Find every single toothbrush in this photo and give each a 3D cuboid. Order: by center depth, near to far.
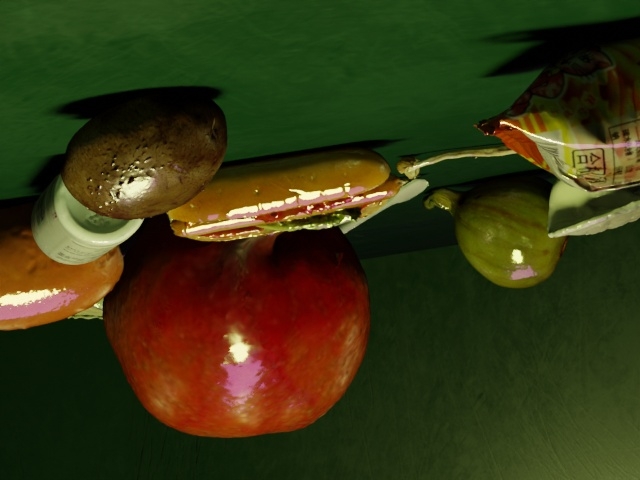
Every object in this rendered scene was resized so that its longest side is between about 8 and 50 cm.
[{"bbox_3d":[0.000,0.000,2.197,0.288,0.024,0.026,-31,-170,-11],"label":"toothbrush"}]

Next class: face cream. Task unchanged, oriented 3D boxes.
[{"bbox_3d":[-0.212,-0.022,1.688,0.082,0.082,0.269,-7,176,-16],"label":"face cream"}]

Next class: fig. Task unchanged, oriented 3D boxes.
[{"bbox_3d":[0.229,-0.031,2.410,0.142,0.186,0.148,-56,179,22],"label":"fig"}]

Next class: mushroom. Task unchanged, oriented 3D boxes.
[{"bbox_3d":[-0.123,-0.066,1.337,0.127,0.087,0.127,-28,166,-7],"label":"mushroom"},{"bbox_3d":[0.216,-0.095,2.010,0.286,0.025,0.028,-9,-167,-15],"label":"mushroom"}]

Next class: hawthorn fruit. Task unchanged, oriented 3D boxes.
[{"bbox_3d":[-0.088,0.074,2.008,0.295,0.295,0.311,-9,171,10],"label":"hawthorn fruit"}]

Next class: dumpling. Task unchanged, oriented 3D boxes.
[{"bbox_3d":[0.357,-0.059,2.306,0.176,0.092,0.150,-5,176,-39],"label":"dumpling"}]

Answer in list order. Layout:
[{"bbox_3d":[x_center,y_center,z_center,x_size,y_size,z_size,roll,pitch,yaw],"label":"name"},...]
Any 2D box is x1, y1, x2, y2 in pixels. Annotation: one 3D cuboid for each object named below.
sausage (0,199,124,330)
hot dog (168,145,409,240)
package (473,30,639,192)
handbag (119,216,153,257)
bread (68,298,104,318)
[{"bbox_3d":[-0.323,0.028,1.871,0.258,0.133,0.133,-7,176,-7],"label":"sausage"},{"bbox_3d":[-0.033,-0.042,1.815,0.236,0.062,0.092,-10,147,7],"label":"hot dog"},{"bbox_3d":[0.253,-0.099,1.365,0.288,0.108,0.223,-11,178,5],"label":"package"},{"bbox_3d":[-0.134,0.002,2.248,0.247,0.080,0.223,-8,176,-7],"label":"handbag"},{"bbox_3d":[-0.320,0.049,2.242,0.232,0.064,0.172,14,169,3],"label":"bread"}]
